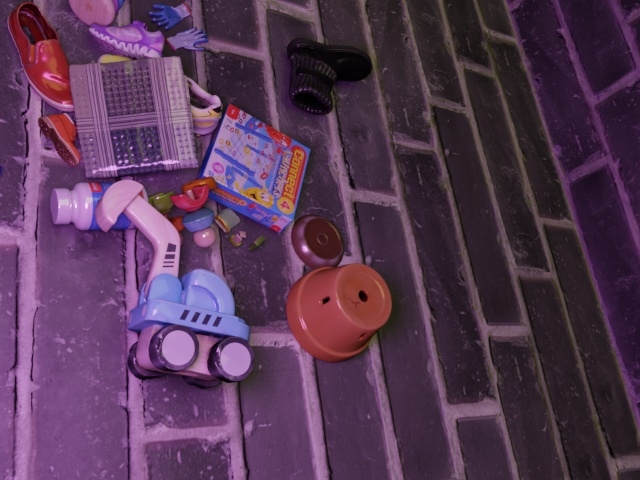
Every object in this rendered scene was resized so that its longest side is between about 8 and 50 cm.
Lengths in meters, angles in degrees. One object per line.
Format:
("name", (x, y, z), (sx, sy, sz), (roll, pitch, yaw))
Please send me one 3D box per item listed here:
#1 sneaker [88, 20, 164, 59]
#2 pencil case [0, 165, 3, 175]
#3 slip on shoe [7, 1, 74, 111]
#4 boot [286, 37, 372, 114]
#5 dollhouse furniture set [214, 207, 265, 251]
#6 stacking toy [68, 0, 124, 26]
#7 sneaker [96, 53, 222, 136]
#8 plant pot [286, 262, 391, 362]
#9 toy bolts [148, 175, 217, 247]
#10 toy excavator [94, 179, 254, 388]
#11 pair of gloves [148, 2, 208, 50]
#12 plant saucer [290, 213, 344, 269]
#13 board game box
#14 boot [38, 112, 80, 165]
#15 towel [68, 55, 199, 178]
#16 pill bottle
("sneaker", (-0.558, -0.597, 1.870), (0.236, 0.095, 0.105), (20, 88, 4))
("pencil case", (-0.903, -0.215, 1.477), (0.306, 0.119, 0.133), (27, 79, -21))
("slip on shoe", (-0.749, -0.500, 1.738), (0.123, 0.101, 0.331), (-24, 83, -41))
("boot", (0.039, -0.567, 2.276), (0.347, 0.131, 0.260), (4, 58, -21))
("dollhouse furniture set", (-0.239, -0.036, 1.877), (0.152, 0.058, 0.076), (48, 50, -5))
("stacking toy", (-0.630, -0.796, 1.949), (0.141, 0.141, 0.330), (32, 50, -17))
("sneaker", (-0.462, -0.455, 1.877), (0.384, 0.147, 0.145), (22, 58, -23))
("plant pot", (0.074, 0.194, 1.881), (0.290, 0.203, 0.291), (16, 60, -28))
("toy bolts", (-0.337, -0.067, 1.712), (0.218, 0.228, 0.159), (-26, 107, -31))
("toy excavator", (-0.369, 0.113, 1.584), (0.432, 0.222, 0.445), (18, 64, -28))
("pair of gloves", (-0.458, -0.695, 2.080), (0.159, 0.023, 0.198), (-35, 88, -40))
("plant saucer", (0.000, 0.000, 2.036), (0.198, 0.036, 0.199), (15, 59, -27))
("board game box", (-0.203, -0.223, 1.966), (0.302, 0.086, 0.308), (26, 52, -20))
("boot", (-0.674, -0.274, 1.706), (0.084, 0.059, 0.158), (-31, 85, -45))
("towel", (-0.510, -0.340, 1.754), (0.312, 0.056, 0.324), (-8, 89, -13))
("pill bottle", (-0.568, -0.088, 1.639), (0.221, 0.124, 0.124), (-2, 69, -35))
